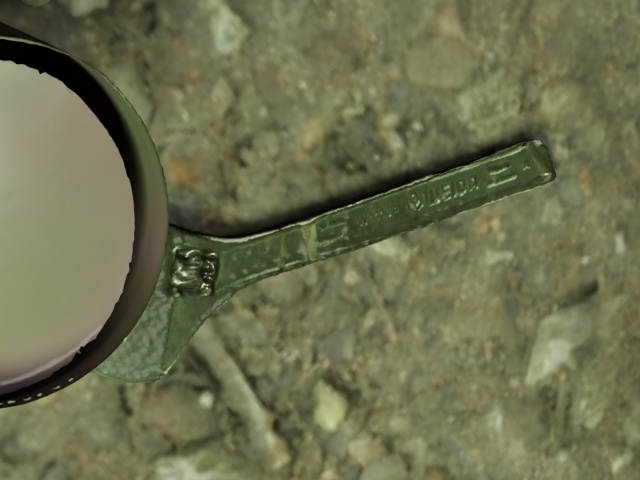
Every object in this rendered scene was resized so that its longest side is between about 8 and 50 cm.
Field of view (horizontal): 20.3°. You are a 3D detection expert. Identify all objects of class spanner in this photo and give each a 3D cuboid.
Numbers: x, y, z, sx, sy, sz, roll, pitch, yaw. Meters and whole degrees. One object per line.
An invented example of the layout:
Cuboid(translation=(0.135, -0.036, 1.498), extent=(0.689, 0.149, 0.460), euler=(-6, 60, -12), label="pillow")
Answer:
Cuboid(translation=(0.000, 0.000, 0.997), extent=(0.325, 0.026, 0.093), euler=(-18, 108, -25), label="spanner")

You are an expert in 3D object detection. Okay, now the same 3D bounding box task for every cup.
Cuboid(translation=(-0.179, -0.024, 0.748), extent=(0.203, 0.288, 0.203), euler=(-5, 100, -27), label="cup")

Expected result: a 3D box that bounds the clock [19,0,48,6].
Cuboid(translation=(-0.163, -0.201, 0.856), extent=(0.229, 0.063, 0.155), euler=(16, 94, -27), label="clock")
